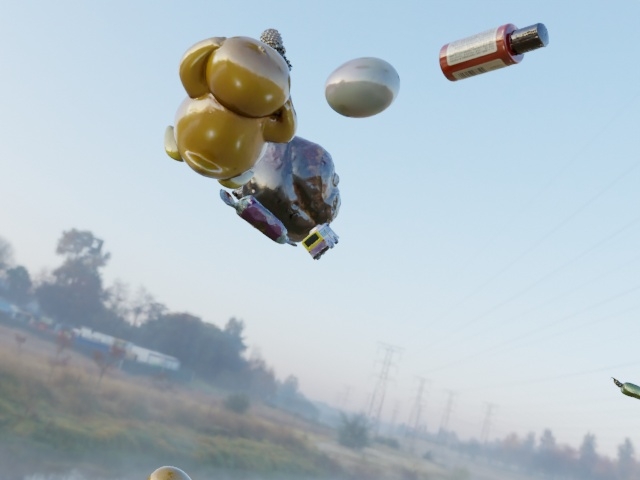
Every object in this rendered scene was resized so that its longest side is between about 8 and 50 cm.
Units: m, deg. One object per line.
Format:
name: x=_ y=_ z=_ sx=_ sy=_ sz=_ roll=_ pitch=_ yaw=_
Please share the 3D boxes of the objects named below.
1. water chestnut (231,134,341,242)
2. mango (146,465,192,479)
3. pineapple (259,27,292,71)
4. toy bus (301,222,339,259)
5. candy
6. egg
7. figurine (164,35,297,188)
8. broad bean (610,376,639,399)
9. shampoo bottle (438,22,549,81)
water chestnut: x=-0.087 y=-0.133 z=1.967 sx=0.289 sy=0.289 sz=0.244 roll=27 pitch=6 yaw=-39
mango: x=-0.336 y=0.591 z=1.735 sx=0.089 sy=0.111 sz=0.163 roll=-14 pitch=-60 yaw=41
pineapple: x=-0.132 y=-0.575 z=2.297 sx=0.074 sy=0.159 sz=0.074 roll=-19 pitch=-28 yaw=-10
toy bus: x=0.000 y=0.000 z=1.588 sx=0.058 sy=0.052 sz=0.102 roll=51 pitch=17 yaw=-1
candy: x=-0.104 y=-0.039 z=1.316 sx=0.175 sy=0.043 sz=0.045 roll=38 pitch=4 yaw=-30
egg: x=0.072 y=-0.262 z=1.295 sx=0.134 sy=0.103 sz=0.103 roll=-15 pitch=-9 yaw=-11
figurine: x=-0.135 y=-0.196 z=1.149 sx=0.215 sy=0.228 sz=0.215 roll=28 pitch=12 yaw=-6
broad bean: x=0.732 y=0.351 z=1.643 sx=0.069 sy=0.039 sz=0.226 roll=15 pitch=3 yaw=-25
shampoo bottle: x=0.440 y=-0.482 z=1.899 sx=0.278 sy=0.105 sz=0.104 roll=-7 pitch=-25 yaw=44
